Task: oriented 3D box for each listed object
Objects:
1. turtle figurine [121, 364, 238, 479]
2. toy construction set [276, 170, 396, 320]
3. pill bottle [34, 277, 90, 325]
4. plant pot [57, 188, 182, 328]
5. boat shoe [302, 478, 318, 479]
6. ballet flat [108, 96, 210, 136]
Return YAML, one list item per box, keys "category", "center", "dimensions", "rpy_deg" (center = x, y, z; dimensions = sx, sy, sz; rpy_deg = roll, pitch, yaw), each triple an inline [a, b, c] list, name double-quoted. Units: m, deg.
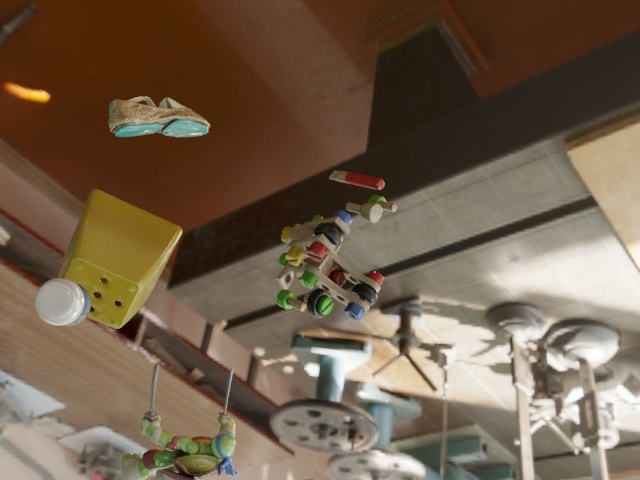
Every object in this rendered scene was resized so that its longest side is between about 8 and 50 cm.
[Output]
- category: "turtle figurine"
  center: [-0.285, 0.396, 1.495]
  dimensions: [0.266, 0.197, 0.275]
  rpy_deg: [-35, 84, 29]
- category: "toy construction set"
  center: [0.000, 0.000, 1.523]
  dimensions: [0.237, 0.309, 0.257]
  rpy_deg: [18, 175, 41]
- category: "pill bottle"
  center: [-0.478, 0.114, 1.332]
  dimensions: [0.087, 0.087, 0.160]
  rpy_deg: [16, 169, -9]
- category: "plant pot"
  center: [-0.445, 0.057, 1.531]
  dimensions: [0.212, 0.187, 0.212]
  rpy_deg: [25, 123, -13]
- category: "boat shoe"
  center: [-0.077, 0.325, 0.768]
  dimensions: [0.223, 0.080, 0.073]
  rpy_deg: [-29, 158, 3]
- category: "ballet flat"
  center: [-0.280, -0.220, 1.260]
  dimensions: [0.073, 0.067, 0.206]
  rpy_deg: [-24, 170, 36]
